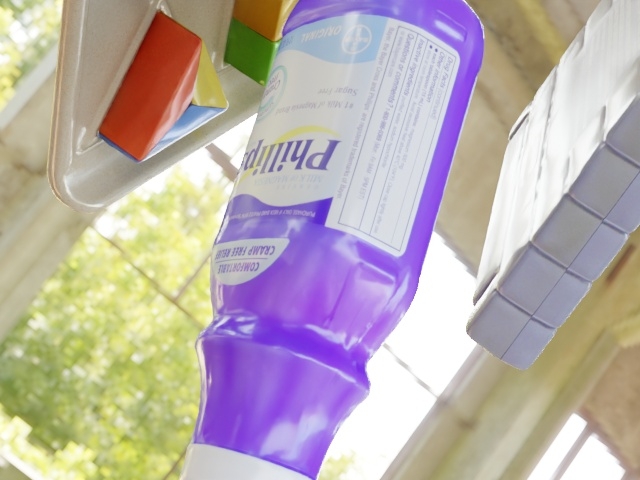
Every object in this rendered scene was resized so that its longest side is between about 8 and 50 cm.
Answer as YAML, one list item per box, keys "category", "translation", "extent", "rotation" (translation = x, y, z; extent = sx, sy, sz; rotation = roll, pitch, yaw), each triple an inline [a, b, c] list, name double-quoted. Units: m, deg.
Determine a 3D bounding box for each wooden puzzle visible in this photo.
- category: "wooden puzzle"
  translation: [-0.066, -0.211, 1.092]
  extent: [0.080, 0.322, 0.348]
  rotation: [31, -46, 23]

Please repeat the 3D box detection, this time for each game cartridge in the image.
- category: "game cartridge"
  translation: [0.194, -0.086, 0.945]
  extent: [0.068, 0.230, 0.355]
  rotation: [35, 27, -5]

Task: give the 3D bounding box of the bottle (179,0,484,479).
- category: "bottle"
  translation: [0.000, 0.000, 0.741]
  extent: [0.092, 0.283, 0.118]
  rotation: [27, -18, -32]
